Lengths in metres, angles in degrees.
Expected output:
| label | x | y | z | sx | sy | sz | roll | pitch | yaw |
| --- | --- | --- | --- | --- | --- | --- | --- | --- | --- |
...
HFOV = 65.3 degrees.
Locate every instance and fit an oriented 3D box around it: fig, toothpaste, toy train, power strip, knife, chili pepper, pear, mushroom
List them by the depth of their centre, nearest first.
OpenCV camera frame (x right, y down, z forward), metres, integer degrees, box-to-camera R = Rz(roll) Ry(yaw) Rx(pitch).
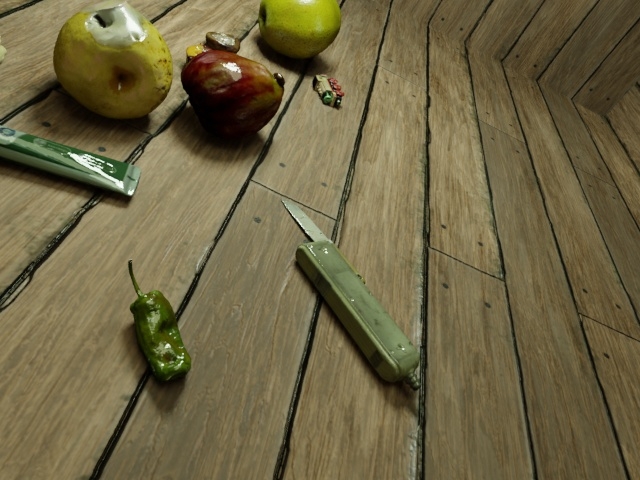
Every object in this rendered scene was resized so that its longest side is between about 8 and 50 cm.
| label | x | y | z | sx | sy | sz | roll | pitch | yaw |
| --- | --- | --- | --- | --- | --- | --- | --- | --- | --- |
| chili pepper | -0.272 | 0.136 | 0.826 | 0.072 | 0.073 | 0.204 | 1 | 57 | -55 |
| toothpaste | -0.559 | -0.172 | 0.982 | 0.392 | 0.061 | 0.098 | 17 | 41 | -21 |
| power strip | 0.080 | 0.149 | 1.042 | 0.092 | 0.066 | 0.387 | -12 | 53 | -41 |
| pear | -0.478 | -0.413 | 1.162 | 0.271 | 0.271 | 0.271 | 17 | 41 | -16 |
| knife | 0.001 | -0.002 | 1.182 | 0.047 | 0.017 | 0.298 | -23 | 63 | -37 |
| fig | -0.227 | -0.373 | 1.287 | 0.263 | 0.224 | 0.224 | 10 | 43 | -29 |
| mushroom | -0.319 | -0.641 | 1.628 | 0.123 | 0.052 | 0.123 | 17 | 34 | -12 |
| toy train | 0.026 | -0.514 | 1.714 | 0.087 | 0.050 | 0.138 | 1 | 49 | -25 |
| pear | -0.077 | -0.776 | 1.750 | 0.294 | 0.294 | 0.294 | 17 | 41 | -16 |

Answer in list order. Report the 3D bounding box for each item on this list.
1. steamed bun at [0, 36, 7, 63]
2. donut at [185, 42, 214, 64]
| label | x | y | z | sx | sy | sz | roll | pitch | yaw |
| --- | --- | --- | --- | --- | --- | --- | --- | --- | --- |
| steamed bun | -0.806 | -0.450 | 1.080 | 0.192 | 0.106 | 0.177 | 34 | 38 | 6 |
| donut | -0.334 | -0.523 | 1.488 | 0.141 | 0.059 | 0.140 | 18 | 41 | -16 |
